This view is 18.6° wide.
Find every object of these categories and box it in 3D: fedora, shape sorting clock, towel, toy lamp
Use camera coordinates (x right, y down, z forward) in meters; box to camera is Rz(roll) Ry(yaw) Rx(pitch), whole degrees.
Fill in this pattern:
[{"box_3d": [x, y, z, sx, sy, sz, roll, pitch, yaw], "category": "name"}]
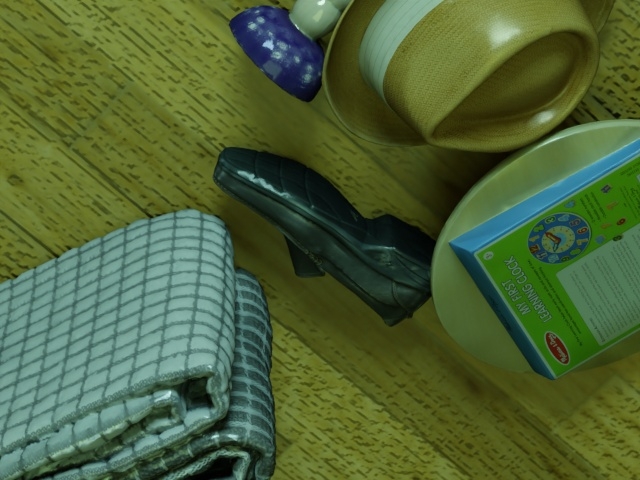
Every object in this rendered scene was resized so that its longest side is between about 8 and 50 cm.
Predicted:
[{"box_3d": [0.100, -0.108, 1.155, 0.194, 0.079, 0.194, -16, 140, -14], "category": "fedora"}, {"box_3d": [0.168, 0.006, 1.242, 0.206, 0.040, 0.206, -11, 130, -13], "category": "shape sorting clock"}, {"box_3d": [-0.163, 0.118, 1.202, 0.284, 0.235, 0.121, -26, 115, 9], "category": "towel"}, {"box_3d": [0.065, -0.198, 1.156, 0.080, 0.080, 0.274, 40, 106, -16], "category": "toy lamp"}]

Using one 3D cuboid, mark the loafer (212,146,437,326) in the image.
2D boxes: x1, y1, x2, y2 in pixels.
[{"box_3d": [0.000, 0.000, 1.248, 0.170, 0.062, 0.061, 31, 114, -12], "category": "loafer"}]
